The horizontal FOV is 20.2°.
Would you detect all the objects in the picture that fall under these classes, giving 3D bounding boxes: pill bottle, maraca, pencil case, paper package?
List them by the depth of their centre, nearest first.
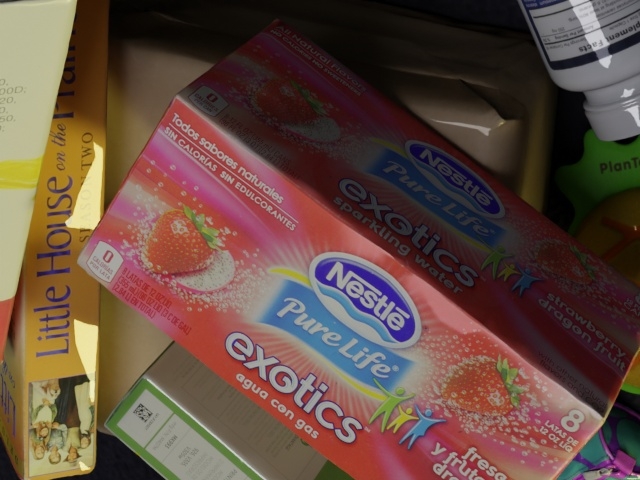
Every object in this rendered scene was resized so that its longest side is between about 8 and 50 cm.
[{"bbox_3d":[0.176,-0.153,1.141,0.094,0.094,0.169,-16,107,32],"label":"pill bottle"},{"bbox_3d":[0.219,0.012,1.207,0.127,0.099,0.186,-10,88,15],"label":"maraca"},{"bbox_3d":[0.000,0.000,1.264,0.309,0.168,0.325,14,120,20],"label":"paper package"},{"bbox_3d":[0.176,0.176,1.326,0.064,0.070,0.151,48,126,-3],"label":"pencil case"}]

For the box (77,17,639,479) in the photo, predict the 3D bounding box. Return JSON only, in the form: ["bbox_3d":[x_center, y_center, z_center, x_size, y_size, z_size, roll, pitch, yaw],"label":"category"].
[{"bbox_3d":[0.032,0.026,1.071,0.300,0.154,0.142,38,123,4],"label":"box"}]

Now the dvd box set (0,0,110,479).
[{"bbox_3d":[-0.221,-0.085,1.281,0.307,0.062,0.420,-128,37,-53],"label":"dvd box set"}]

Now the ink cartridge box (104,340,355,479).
[{"bbox_3d":[-0.027,0.145,1.184,0.209,0.109,0.062,40,125,1],"label":"ink cartridge box"}]

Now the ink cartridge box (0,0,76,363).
[{"bbox_3d":[-0.276,-0.121,1.103,0.385,0.160,0.279,113,144,-52],"label":"ink cartridge box"}]
